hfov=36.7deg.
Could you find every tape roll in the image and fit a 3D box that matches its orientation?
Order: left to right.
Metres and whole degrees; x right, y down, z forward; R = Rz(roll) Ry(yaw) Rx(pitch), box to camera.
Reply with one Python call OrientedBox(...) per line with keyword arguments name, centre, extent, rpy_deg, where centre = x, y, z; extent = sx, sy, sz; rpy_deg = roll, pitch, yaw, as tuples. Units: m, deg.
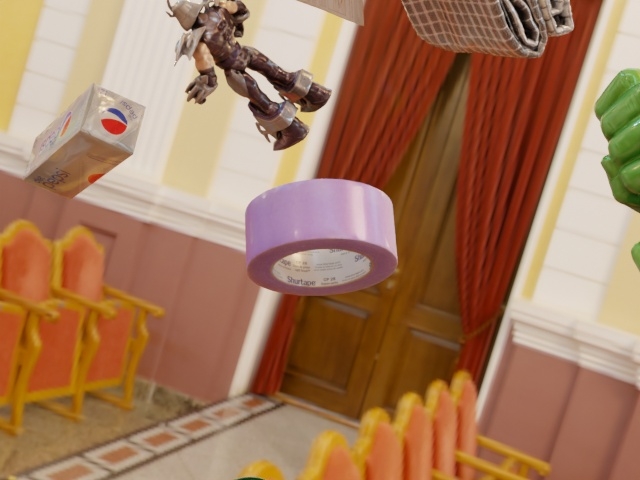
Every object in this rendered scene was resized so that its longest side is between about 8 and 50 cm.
OrientedBox(name="tape roll", centre=(0.000, 0.000, 1.209), extent=(0.188, 0.080, 0.189), rpy_deg=(-4, -24, -2))

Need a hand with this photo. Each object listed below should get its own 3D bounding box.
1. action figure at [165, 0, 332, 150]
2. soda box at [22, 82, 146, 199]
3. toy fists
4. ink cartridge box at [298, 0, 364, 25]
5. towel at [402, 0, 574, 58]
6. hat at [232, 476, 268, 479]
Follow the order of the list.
OrientedBox(name="action figure", centre=(-0.121, -0.257, 1.419), extent=(0.285, 0.185, 0.099), rpy_deg=(39, -24, -29))
OrientedBox(name="soda box", centre=(-0.400, -0.159, 1.616), extent=(0.098, 0.091, 0.286), rpy_deg=(23, -25, -29))
OrientedBox(name="toy fists", centre=(0.330, -0.028, 0.883), extent=(0.096, 0.279, 0.142), rpy_deg=(-23, -19, 29))
OrientedBox(name="ink cartridge box", centre=(0.003, -0.449, 1.476), extent=(0.066, 0.189, 0.232), rpy_deg=(-31, 42, -32))
OrientedBox(name="towel", centre=(0.177, -0.373, 1.234), extent=(0.284, 0.121, 0.235), rpy_deg=(61, -15, -25))
OrientedBox(name="hat", centre=(-0.083, 0.477, 1.464), extent=(0.172, 0.209, 0.183), rpy_deg=(-6, -2, -23))
